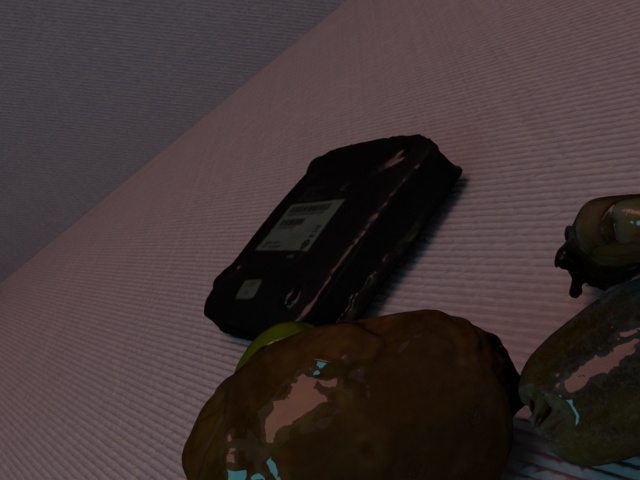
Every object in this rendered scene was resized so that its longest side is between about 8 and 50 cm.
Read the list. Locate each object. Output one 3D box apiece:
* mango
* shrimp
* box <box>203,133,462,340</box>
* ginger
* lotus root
[{"bbox_3d":[-0.046,0.151,0.871,0.117,0.089,0.163,-41,-11,-31],"label":"mango"},{"bbox_3d":[0.277,-0.008,0.593,0.177,0.289,0.075,-2,77,10],"label":"shrimp"},{"bbox_3d":[0.000,0.000,1.096,0.350,0.091,0.359,-51,22,-18],"label":"box"},{"bbox_3d":[0.015,0.176,0.630,0.269,0.200,0.223,-16,34,48],"label":"ginger"},{"bbox_3d":[0.236,0.084,0.560,0.192,0.088,0.113,-37,41,7],"label":"lotus root"}]
